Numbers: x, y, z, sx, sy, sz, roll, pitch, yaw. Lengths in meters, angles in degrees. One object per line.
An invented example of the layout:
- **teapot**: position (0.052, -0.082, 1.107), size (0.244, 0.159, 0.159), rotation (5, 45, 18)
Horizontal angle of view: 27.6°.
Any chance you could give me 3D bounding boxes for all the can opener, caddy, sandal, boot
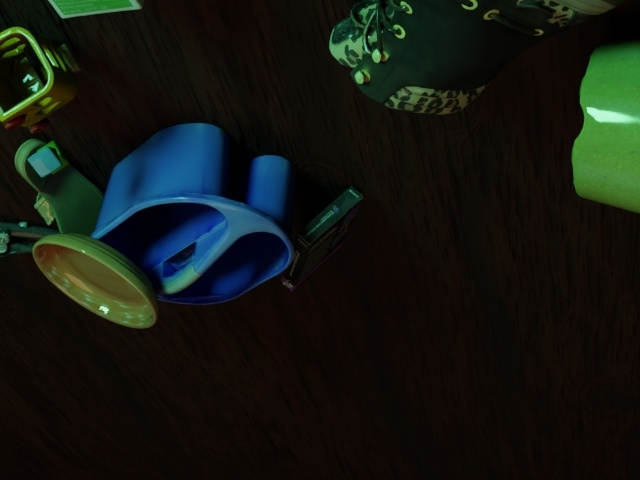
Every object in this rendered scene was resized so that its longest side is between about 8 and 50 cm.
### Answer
- **can opener**: position (-0.444, 0.000, 2.052), size (0.186, 0.073, 0.059), rotation (6, 113, -4)
- **caddy**: position (-0.179, -0.012, 1.818), size (0.241, 0.179, 0.341), rotation (24, 148, -27)
- **sandal**: position (-0.384, -0.071, 1.894), size (0.079, 0.088, 0.240), rotation (27, 158, 36)
- **boot**: position (0.089, -0.266, 1.332), size (0.378, 0.138, 0.284), rotation (14, 152, -23)

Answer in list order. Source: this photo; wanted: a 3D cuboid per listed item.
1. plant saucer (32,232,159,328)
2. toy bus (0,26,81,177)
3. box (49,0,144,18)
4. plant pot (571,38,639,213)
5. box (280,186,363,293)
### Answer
- **plant saucer**: position (-0.308, 0.051, 1.819), size (0.200, 0.037, 0.200), rotation (23, 152, 13)
- **toy bus**: position (-0.346, -0.198, 1.582), size (0.104, 0.202, 0.191), rotation (-31, 136, 5)
- **box**: position (-0.238, -0.302, 1.370), size (0.101, 0.102, 0.087), rotation (-3, 148, 21)
- **plant pot**: position (0.418, -0.118, 1.422), size (0.254, 0.276, 0.276), rotation (10, 154, 21)
- **box**: position (0.000, 0.000, 1.872), size (0.029, 0.116, 0.162), rotation (43, 153, 10)
